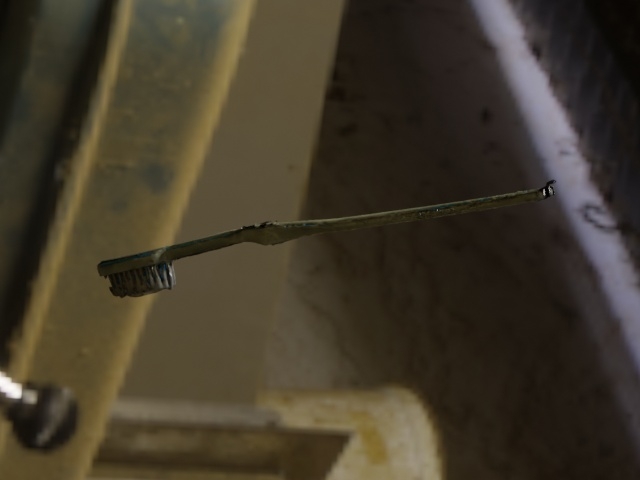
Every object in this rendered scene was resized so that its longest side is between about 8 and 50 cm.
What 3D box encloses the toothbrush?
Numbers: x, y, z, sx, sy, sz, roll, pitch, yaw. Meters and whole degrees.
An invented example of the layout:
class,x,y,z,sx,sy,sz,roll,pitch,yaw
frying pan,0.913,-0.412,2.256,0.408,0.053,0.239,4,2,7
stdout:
class,x,y,z,sx,sy,sz,roll,pitch,yaw
toothbrush,-0.001,-0.006,1.048,0.026,0.294,0.028,-28,104,-72
